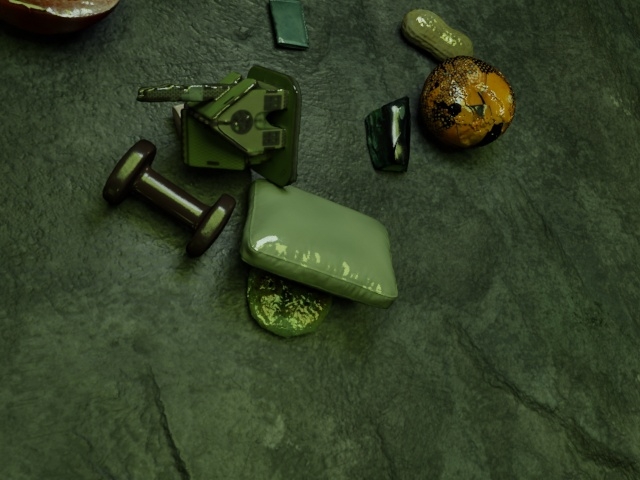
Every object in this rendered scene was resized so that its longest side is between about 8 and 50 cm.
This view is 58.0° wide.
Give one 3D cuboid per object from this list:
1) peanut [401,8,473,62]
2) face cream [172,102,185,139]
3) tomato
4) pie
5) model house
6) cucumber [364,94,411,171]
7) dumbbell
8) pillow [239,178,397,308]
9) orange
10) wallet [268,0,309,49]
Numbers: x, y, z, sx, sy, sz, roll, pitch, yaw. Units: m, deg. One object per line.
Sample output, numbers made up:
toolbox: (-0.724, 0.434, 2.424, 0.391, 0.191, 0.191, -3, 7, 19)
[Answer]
peanut: (0.307, -0.526, 1.505, 0.214, 0.090, 0.098, 31, 35, -13)
face cream: (-0.208, -0.263, 1.224, 0.198, 0.057, 0.084, -18, 93, -25)
tomato: (-0.537, -0.532, 1.123, 0.339, 0.144, 0.338, 9, 69, -25)
pie: (-0.061, 0.108, 1.178, 0.187, 0.041, 0.186, 7, 71, -21)
model house: (-0.204, -0.205, 1.078, 0.279, 0.205, 0.218, -12, 118, -31)
cucumber: (0.173, -0.261, 1.376, 0.115, 0.086, 0.192, 4, 79, -24)
dumbbell: (-0.282, -0.078, 1.092, 0.225, 0.124, 0.140, 35, 81, -10)
pillow: (0.000, 0.000, 1.163, 0.322, 0.119, 0.255, 21, 35, -17)
orange: (0.355, -0.336, 1.413, 0.235, 0.182, 0.234, 2, 78, -11)
wallet: (-0.075, -0.516, 1.375, 0.088, 0.026, 0.129, -4, 74, -28)
